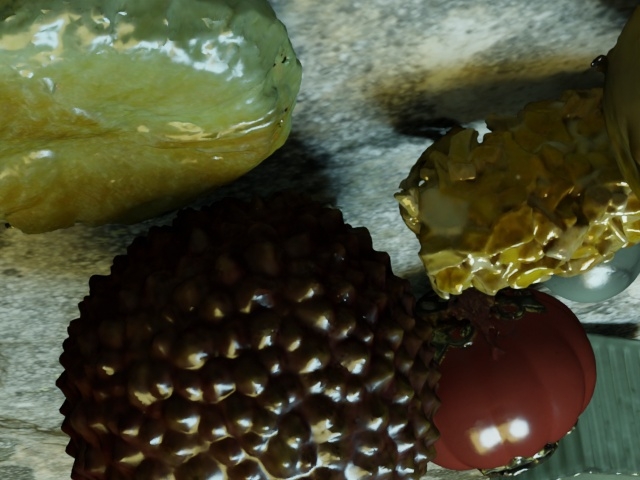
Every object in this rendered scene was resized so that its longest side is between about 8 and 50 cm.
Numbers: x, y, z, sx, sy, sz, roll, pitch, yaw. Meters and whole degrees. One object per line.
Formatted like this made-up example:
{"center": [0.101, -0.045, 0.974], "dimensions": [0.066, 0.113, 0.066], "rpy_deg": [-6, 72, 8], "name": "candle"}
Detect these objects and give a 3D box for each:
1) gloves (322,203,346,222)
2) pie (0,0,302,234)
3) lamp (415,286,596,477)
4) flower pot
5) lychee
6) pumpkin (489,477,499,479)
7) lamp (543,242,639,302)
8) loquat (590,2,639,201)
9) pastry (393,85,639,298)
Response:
{"center": [-0.002, -0.001, 0.980], "dimensions": [0.037, 0.044, 0.081], "rpy_deg": [14, 126, -22], "name": "gloves"}
{"center": [-0.156, -0.083, 0.712], "dimensions": [0.306, 0.071, 0.306], "rpy_deg": [-7, 159, -3], "name": "pie"}
{"center": [0.168, 0.133, 1.159], "dimensions": [0.227, 0.227, 0.227], "rpy_deg": [-8, 156, -4], "name": "lamp"}
{"center": [0.322, 0.240, 1.419], "dimensions": [0.239, 0.189, 0.209], "rpy_deg": [10, 147, -18], "name": "flower pot"}
{"center": [-0.055, 0.118, 0.871], "dimensions": [0.306, 0.306, 0.330], "rpy_deg": [-16, 152, 14], "name": "lychee"}
{"center": [0.443, 0.450, 1.811], "dimensions": [0.199, 0.332, 0.332], "rpy_deg": [-28, 150, 26], "name": "pumpkin"}
{"center": [0.240, 0.004, 1.012], "dimensions": [0.105, 0.105, 0.105], "rpy_deg": [-8, 156, -4], "name": "lamp"}
{"center": [0.295, -0.080, 0.680], "dimensions": [0.244, 0.244, 0.244], "rpy_deg": [-8, 156, -4], "name": "loquat"}
{"center": [0.165, -0.044, 0.834], "dimensions": [0.250, 0.154, 0.102], "rpy_deg": [-12, 154, -10], "name": "pastry"}
